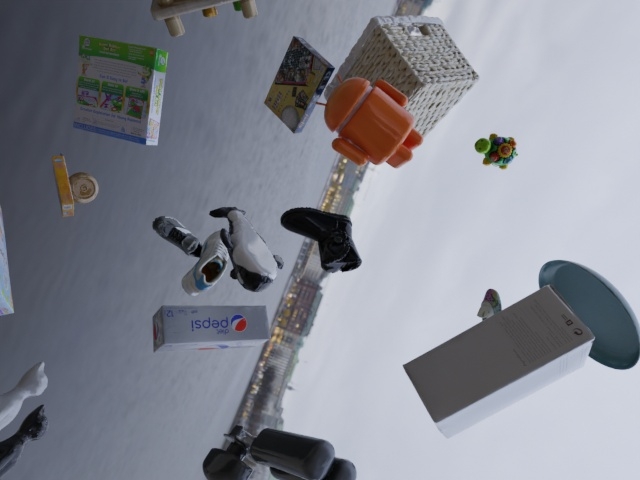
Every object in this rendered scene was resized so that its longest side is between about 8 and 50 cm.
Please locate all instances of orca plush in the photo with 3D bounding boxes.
[{"bbox_3d":[-0.181,0.029,0.960,0.151,0.287,0.102,20,112,-50],"label":"orca plush"}]

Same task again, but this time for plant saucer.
[{"bbox_3d":[0.701,0.183,1.178,0.044,0.317,0.317,-28,176,-8],"label":"plant saucer"},{"bbox_3d":[-0.634,-0.140,1.208,0.015,0.083,0.083,10,-106,43],"label":"plant saucer"}]

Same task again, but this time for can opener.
[{"bbox_3d":[-0.062,0.295,0.588,0.280,0.074,0.093,-27,-158,50],"label":"can opener"}]

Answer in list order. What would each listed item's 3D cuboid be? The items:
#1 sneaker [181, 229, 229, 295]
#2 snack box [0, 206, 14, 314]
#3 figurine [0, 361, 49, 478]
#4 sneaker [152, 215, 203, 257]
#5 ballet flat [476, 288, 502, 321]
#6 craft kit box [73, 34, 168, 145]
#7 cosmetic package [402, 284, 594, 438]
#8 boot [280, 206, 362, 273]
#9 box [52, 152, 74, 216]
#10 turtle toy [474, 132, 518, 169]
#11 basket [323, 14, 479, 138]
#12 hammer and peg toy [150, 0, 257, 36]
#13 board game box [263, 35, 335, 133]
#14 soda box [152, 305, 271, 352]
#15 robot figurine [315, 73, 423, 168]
[{"bbox_3d":[-0.292,0.055,1.260,0.092,0.087,0.228,-21,-145,36],"label":"sneaker"},{"bbox_3d":[-0.556,0.006,0.731,0.174,0.070,0.207,-42,-120,56],"label":"snack box"},{"bbox_3d":[-0.690,0.403,1.009,0.209,0.093,0.214,-53,157,-69],"label":"figurine"},{"bbox_3d":[-0.473,-0.006,1.557,0.078,0.106,0.234,-53,143,-9],"label":"sneaker"},{"bbox_3d":[0.564,0.275,1.517,0.077,0.079,0.221,-175,-100,-69],"label":"ballet flat"},{"bbox_3d":[-0.539,-0.400,1.208,0.061,0.250,0.246,-32,136,-67],"label":"craft kit box"},{"bbox_3d":[0.409,0.293,1.059,0.156,0.385,0.217,64,3,38],"label":"cosmetic package"},{"bbox_3d":[0.000,0.000,1.414,0.207,0.247,0.094,-98,-160,-45],"label":"boot"},{"bbox_3d":[-0.599,-0.132,1.049,0.081,0.028,0.136,-33,-107,57],"label":"box"},{"bbox_3d":[0.493,-0.254,1.268,0.066,0.130,0.095,-91,-167,-83],"label":"turtle toy"},{"bbox_3d":[0.252,-0.490,1.439,0.328,0.266,0.331,-20,164,-37],"label":"basket"},{"bbox_3d":[-0.300,-0.655,1.149,0.127,0.266,0.361,77,-2,-46],"label":"hammer and peg toy"},{"bbox_3d":[-0.073,-0.489,1.435,0.042,0.165,0.243,-22,154,-48],"label":"board game box"},{"bbox_3d":[-0.278,0.227,1.169,0.091,0.286,0.098,-37,-124,47],"label":"soda box"},{"bbox_3d":[0.100,-0.241,0.915,0.158,0.219,0.128,-51,-171,24],"label":"robot figurine"}]
